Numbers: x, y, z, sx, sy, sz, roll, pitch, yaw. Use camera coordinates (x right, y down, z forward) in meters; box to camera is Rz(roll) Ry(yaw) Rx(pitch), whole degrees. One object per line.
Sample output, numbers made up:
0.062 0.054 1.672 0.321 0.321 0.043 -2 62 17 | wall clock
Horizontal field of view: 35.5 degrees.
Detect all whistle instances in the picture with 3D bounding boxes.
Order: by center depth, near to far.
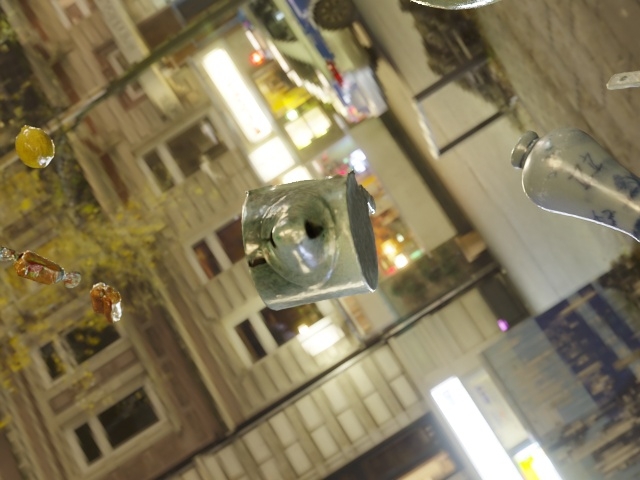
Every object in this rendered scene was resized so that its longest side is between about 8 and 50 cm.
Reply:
-0.006 -0.031 1.595 0.404 0.168 0.188 -77 -28 -63 | whistle

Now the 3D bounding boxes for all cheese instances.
0.652 -0.309 1.874 0.255 0.127 0.050 -2 136 50 | cheese

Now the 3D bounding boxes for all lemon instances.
-0.490 -0.161 1.711 0.083 0.062 0.062 62 -176 8 | lemon

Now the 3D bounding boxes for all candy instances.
-0.564 0.052 1.980 0.182 0.053 0.046 24 -161 -28 | candy

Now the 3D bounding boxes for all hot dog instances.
-0.469 0.136 2.185 0.071 0.045 0.165 39 158 5 | hot dog

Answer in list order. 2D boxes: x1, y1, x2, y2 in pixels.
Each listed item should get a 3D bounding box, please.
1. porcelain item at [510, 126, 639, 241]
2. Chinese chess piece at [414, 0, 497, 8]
0.421 -0.089 1.570 0.259 0.141 0.141 33 171 28 | porcelain item
0.192 -0.505 1.413 0.349 0.349 0.146 57 -145 4 | Chinese chess piece
